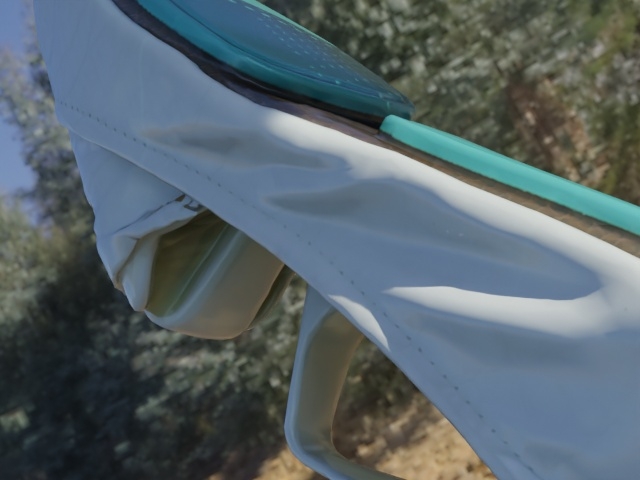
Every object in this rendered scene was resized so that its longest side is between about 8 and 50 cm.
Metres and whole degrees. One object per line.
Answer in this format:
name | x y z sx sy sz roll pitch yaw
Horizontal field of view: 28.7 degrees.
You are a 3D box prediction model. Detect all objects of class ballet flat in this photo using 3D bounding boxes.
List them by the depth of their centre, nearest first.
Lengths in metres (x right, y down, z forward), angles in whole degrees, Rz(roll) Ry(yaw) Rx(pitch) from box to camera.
ballet flat | 0.000 0.000 0.422 0.139 0.400 0.139 -25 -48 -32
